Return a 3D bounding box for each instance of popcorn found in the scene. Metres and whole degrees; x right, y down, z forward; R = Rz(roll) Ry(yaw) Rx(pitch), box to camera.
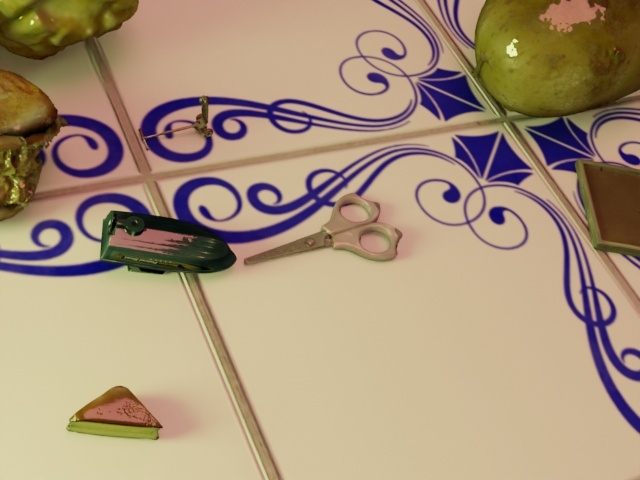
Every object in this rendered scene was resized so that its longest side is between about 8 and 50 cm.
[{"bbox_3d":[-0.322,-0.306,1.041,0.216,0.181,0.235,-19,10,13],"label":"popcorn"}]

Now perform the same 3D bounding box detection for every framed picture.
[{"bbox_3d":[0.433,-0.033,1.169,0.203,0.015,0.150,8,50,-10],"label":"framed picture"}]

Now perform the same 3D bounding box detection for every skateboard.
[{"bbox_3d":[-0.166,-0.136,1.044,0.083,0.064,0.032,-19,67,-16],"label":"skateboard"}]

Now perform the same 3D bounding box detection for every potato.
[{"bbox_3d":[0.360,-0.295,1.233,0.269,0.219,0.359,29,56,19],"label":"potato"}]

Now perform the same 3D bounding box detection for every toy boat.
[{"bbox_3d":[-0.153,0.007,0.931,0.141,0.060,0.055,9,50,-19],"label":"toy boat"}]

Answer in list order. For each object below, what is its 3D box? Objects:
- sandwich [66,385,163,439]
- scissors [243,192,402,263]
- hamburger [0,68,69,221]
[{"bbox_3d":[-0.183,0.153,0.818,0.083,0.031,0.044,8,54,-14],"label":"sandwich"},{"bbox_3d":[0.000,0.000,1.012,0.189,0.015,0.100,-17,57,-26],"label":"scissors"},{"bbox_3d":[-0.340,-0.099,0.917,0.185,0.131,0.159,-21,51,-37],"label":"hamburger"}]
